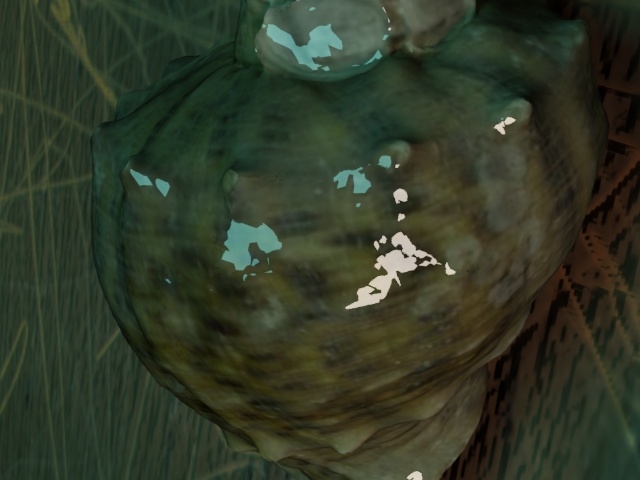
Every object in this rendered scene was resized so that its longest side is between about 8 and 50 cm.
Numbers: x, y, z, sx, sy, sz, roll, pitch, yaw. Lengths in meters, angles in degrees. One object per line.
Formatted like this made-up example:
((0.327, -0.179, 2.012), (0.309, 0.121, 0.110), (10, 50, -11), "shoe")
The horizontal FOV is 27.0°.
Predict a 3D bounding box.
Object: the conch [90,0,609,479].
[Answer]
((-0.012, -0.001, 0.499), (0.210, 0.159, 0.291), (36, 122, 44), "conch")
